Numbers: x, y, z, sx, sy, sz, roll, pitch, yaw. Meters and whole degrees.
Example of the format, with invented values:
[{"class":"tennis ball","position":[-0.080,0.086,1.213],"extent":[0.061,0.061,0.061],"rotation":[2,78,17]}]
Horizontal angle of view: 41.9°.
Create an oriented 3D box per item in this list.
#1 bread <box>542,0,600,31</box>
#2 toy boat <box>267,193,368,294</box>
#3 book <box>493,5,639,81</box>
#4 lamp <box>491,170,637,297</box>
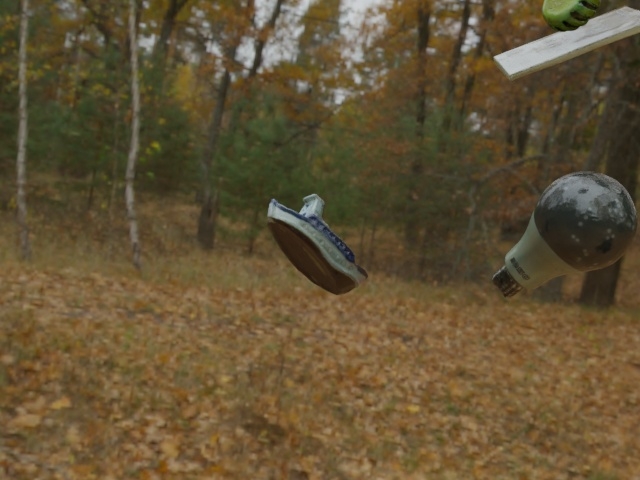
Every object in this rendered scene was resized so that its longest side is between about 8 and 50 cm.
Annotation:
[{"class":"bread","position":[0.534,-0.503,1.753],"extent":[0.071,0.139,0.130],"rotation":[25,14,-26]},{"class":"toy boat","position":[0.000,0.000,1.642],"extent":[0.262,0.115,0.114],"rotation":[50,-34,-19]},{"class":"book","position":[0.539,-0.428,1.805],"extent":[0.310,0.021,0.217],"rotation":[-20,20,10]},{"class":"lamp","position":[0.454,0.016,1.558],"extent":[0.182,0.314,0.182],"rotation":[22,28,-13]}]
